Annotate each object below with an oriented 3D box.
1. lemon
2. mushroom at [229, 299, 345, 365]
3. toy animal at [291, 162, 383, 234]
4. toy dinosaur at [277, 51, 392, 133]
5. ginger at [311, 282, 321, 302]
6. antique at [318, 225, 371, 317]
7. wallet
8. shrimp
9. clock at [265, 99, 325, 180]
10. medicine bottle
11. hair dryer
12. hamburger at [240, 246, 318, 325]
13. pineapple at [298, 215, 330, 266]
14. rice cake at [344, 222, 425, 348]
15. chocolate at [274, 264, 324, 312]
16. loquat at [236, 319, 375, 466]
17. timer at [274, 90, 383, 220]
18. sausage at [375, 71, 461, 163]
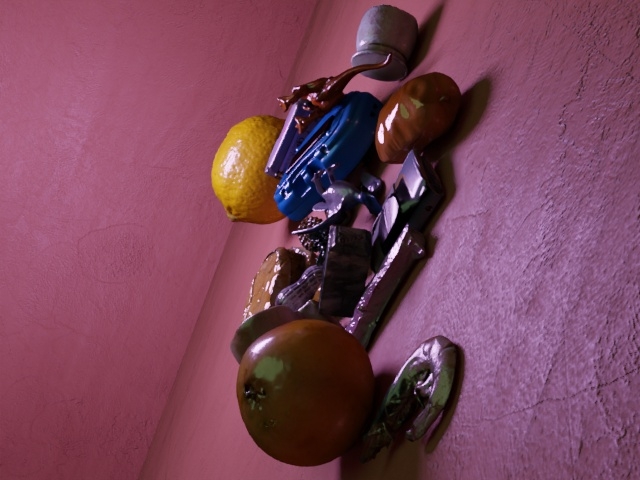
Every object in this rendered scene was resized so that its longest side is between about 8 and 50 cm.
[{"bbox_3d":[-0.174,-0.216,2.633,0.336,0.336,0.336,-159,90,-76],"label":"lemon"},{"bbox_3d":[-0.070,0.239,1.784,0.236,0.173,0.162,-39,56,15],"label":"mushroom"},{"bbox_3d":[0.048,-0.085,1.940,0.239,0.176,0.255,-33,-7,-22],"label":"toy animal"},{"bbox_3d":[0.010,-0.355,2.119,0.208,0.097,0.432,-36,17,-19],"label":"toy dinosaur"},{"bbox_3d":[0.022,0.112,1.924,0.118,0.065,0.299,-78,12,-61],"label":"ginger"},{"bbox_3d":[0.050,0.060,1.738,0.088,0.086,0.183,-85,3,-51],"label":"antique"},{"bbox_3d":[0.153,-0.052,1.671,0.170,0.069,0.231,-98,31,-54],"label":"wallet"},{"bbox_3d":[0.133,0.257,1.322,0.251,0.052,0.143,-63,18,17],"label":"shrimp"},{"bbox_3d":[-0.027,-0.260,2.397,0.253,0.186,0.083,-64,17,15],"label":"clock"},{"bbox_3d":[0.158,-0.476,2.106,0.147,0.147,0.143,152,135,-69],"label":"medicine bottle"},{"bbox_3d":[0.070,-0.126,2.109,0.182,0.064,0.117,-58,17,18],"label":"hair dryer"},{"bbox_3d":[-0.099,0.144,2.171,0.283,0.144,0.259,-20,54,66],"label":"hamburger"},{"bbox_3d":[-0.001,0.000,2.053,0.221,0.083,0.103,-135,28,-71],"label":"pineapple"},{"bbox_3d":[0.115,0.098,1.623,0.290,0.051,0.081,-61,24,29],"label":"rice cake"},{"bbox_3d":[-0.035,0.114,2.008,0.167,0.072,0.072,-39,6,-18],"label":"chocolate"},{"bbox_3d":[-0.022,0.268,1.533,0.263,0.263,0.263,-159,90,-76],"label":"loquat"},{"bbox_3d":[0.018,-0.219,2.181,0.340,0.115,0.309,-44,16,35],"label":"timer"},{"bbox_3d":[0.188,-0.240,1.705,0.241,0.120,0.136,137,137,-59],"label":"sausage"}]
